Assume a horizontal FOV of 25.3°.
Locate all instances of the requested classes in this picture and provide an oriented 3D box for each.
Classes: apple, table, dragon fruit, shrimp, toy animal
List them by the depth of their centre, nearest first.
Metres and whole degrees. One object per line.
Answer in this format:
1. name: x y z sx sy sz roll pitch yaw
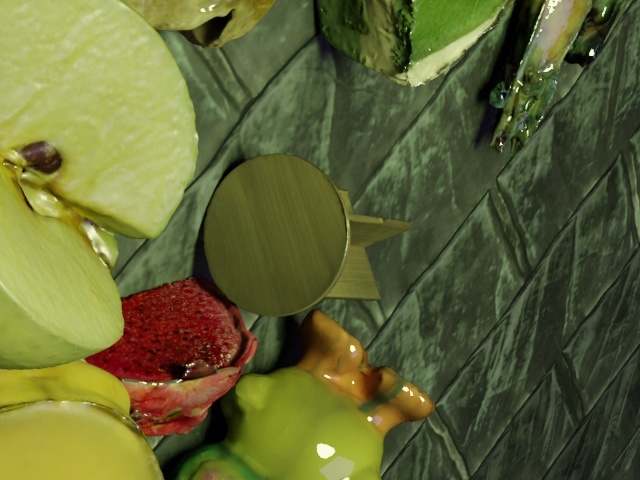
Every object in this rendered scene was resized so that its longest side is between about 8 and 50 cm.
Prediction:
1. apple: -0.250 -0.048 1.076 0.258 0.233 0.295 44 54 -57
2. dragon fruit: -0.167 0.141 1.401 0.274 0.161 0.126 -17 125 -49
3. table: 0.000 0.000 1.546 0.226 0.167 0.167 7 109 -64
4. toy animal: -0.043 0.261 1.634 0.338 0.216 0.191 -50 172 -12
5. shrimp: 0.328 -0.306 1.821 0.445 0.085 0.272 -65 152 -1

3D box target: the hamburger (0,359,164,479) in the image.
1. hamburger: -0.291 0.182 1.196 0.276 0.237 0.276 -18 127 -25

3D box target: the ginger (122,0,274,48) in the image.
1. ginger: -0.103 -0.294 1.202 0.221 0.130 0.276 29 91 -46

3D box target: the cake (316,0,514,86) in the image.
1. cake: 0.054 -0.286 1.386 0.172 0.158 0.283 -54 145 -7
